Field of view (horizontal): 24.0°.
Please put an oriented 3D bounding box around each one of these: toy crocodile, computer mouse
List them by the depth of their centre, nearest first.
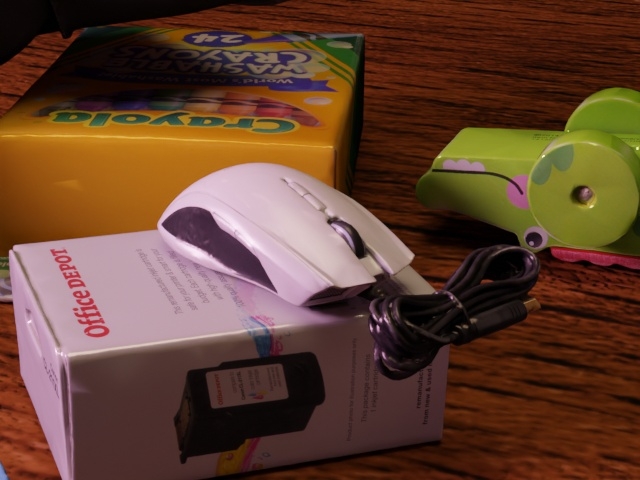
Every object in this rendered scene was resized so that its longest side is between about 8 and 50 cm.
[{"bbox_3d":[0.000,0.000,0.660,0.193,0.042,0.106,22,31,39],"label":"computer mouse"},{"bbox_3d":[0.226,-0.024,0.871,0.341,0.105,0.115,3,22,16],"label":"toy crocodile"}]

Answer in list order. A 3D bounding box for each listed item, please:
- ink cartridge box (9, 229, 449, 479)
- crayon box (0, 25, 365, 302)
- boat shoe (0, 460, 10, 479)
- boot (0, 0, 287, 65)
[{"bbox_3d":[-0.046,0.046,0.697,0.175,0.072,0.127,-7,24,-19],"label":"ink cartridge box"},{"bbox_3d":[-0.081,-0.059,0.947,0.203,0.083,0.323,2,22,4],"label":"crayon box"},{"bbox_3d":[-0.113,0.143,0.452,0.089,0.109,0.258,-15,10,-19],"label":"boat shoe"},{"bbox_3d":[-0.233,-0.118,0.818,0.445,0.146,0.367,-28,13,-27],"label":"boot"}]
